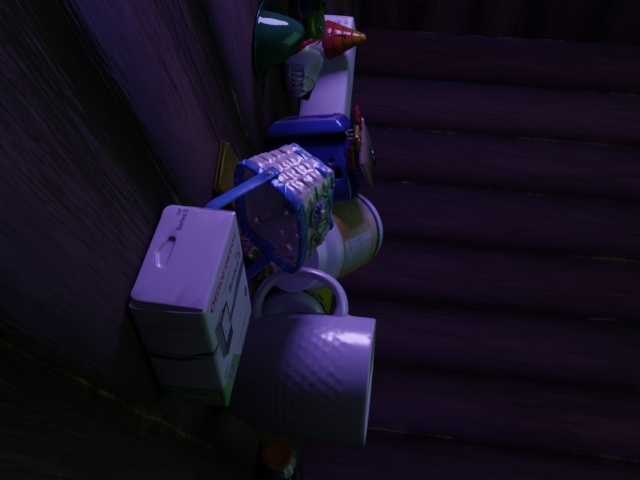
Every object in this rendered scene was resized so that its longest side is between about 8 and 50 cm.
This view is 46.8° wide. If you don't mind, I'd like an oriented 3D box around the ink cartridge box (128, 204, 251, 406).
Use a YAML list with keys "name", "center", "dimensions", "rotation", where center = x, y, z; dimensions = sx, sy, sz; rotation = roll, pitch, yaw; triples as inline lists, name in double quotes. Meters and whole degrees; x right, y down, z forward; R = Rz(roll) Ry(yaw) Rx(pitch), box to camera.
- name: "ink cartridge box"
  center: [-0.194, 0.108, 1.168]
  dimensions: [0.273, 0.115, 0.198]
  rotation: [88, 10, -50]

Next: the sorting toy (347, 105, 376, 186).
- name: "sorting toy"
  center: [0.097, -0.222, 1.859]
  dimensions: [0.274, 0.046, 0.132]
  rotation: [58, 30, -65]

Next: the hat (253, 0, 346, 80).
- name: "hat"
  center: [-0.045, -0.463, 1.702]
  dimensions: [0.173, 0.184, 0.208]
  rotation: [84, 13, -58]

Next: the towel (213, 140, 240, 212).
- name: "towel"
  center: [-0.179, -0.122, 1.533]
  dimensions: [0.237, 0.021, 0.102]
  rotation: [63, 32, -78]

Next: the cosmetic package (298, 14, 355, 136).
- name: "cosmetic package"
  center: [0.029, -0.534, 2.447]
  dimensions: [0.197, 0.155, 0.365]
  rotation: [52, 44, -80]

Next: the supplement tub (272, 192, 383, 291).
- name: "supplement tub"
  center: [0.000, 0.000, 1.962]
  dimensions: [0.316, 0.228, 0.228]
  rotation: [-24, 123, -53]

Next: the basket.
- name: "basket"
  center: [-0.108, -0.043, 1.464]
  dimensions: [0.289, 0.201, 0.255]
  rotation: [-34, 149, -24]

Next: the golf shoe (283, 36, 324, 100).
- name: "golf shoe"
  center: [-0.050, -0.465, 2.009]
  dimensions: [0.306, 0.115, 0.140]
  rotation: [8, 91, -83]

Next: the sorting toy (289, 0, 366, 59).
- name: "sorting toy"
  center: [0.035, -0.632, 2.166]
  dimensions: [0.365, 0.126, 0.127]
  rotation: [12, 81, -68]

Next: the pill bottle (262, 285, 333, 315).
- name: "pill bottle"
  center: [-0.057, 0.149, 2.105]
  dimensions: [0.334, 0.188, 0.188]
  rotation: [-74, 168, -62]

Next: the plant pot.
- name: "plant pot"
  center: [-0.023, -0.221, 1.949]
  dimensions: [0.236, 0.236, 0.212]
  rotation: [-59, 147, -74]

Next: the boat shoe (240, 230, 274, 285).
- name: "boat shoe"
  center: [-0.155, 0.057, 1.693]
  dimensions: [0.207, 0.073, 0.073]
  rotation: [72, 25, -57]

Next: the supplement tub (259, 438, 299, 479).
- name: "supplement tub"
  center: [-0.126, 0.689, 2.261]
  dimensions: [0.190, 0.117, 0.117]
  rotation: [88, 10, -52]

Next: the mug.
- name: "mug"
  center: [-0.049, 0.245, 1.622]
  dimensions: [0.276, 0.328, 0.374]
  rotation: [-10, 104, -84]
